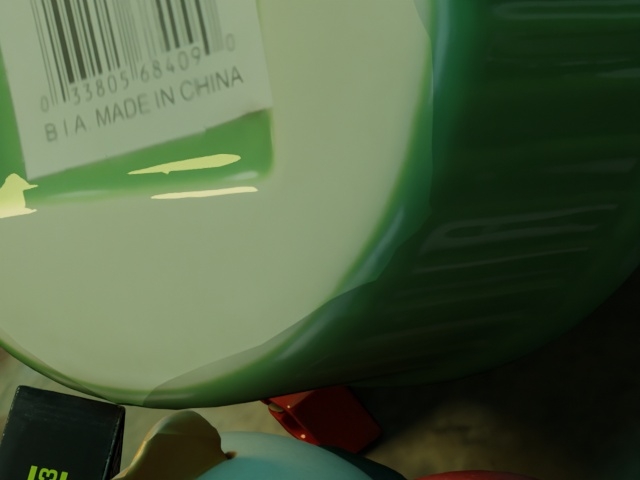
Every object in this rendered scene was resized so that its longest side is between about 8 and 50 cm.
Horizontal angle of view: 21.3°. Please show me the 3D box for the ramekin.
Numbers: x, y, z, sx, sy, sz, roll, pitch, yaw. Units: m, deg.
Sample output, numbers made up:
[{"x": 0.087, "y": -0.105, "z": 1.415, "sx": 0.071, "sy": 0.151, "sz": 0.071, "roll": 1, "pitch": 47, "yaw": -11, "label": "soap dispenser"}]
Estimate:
[{"x": -0.027, "y": -0.086, "z": 0.588, "sx": 0.303, "sy": 0.148, "sz": 0.303, "roll": 7, "pitch": 101, "yaw": 36, "label": "ramekin"}]

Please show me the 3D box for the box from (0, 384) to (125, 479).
[{"x": -0.110, "y": 0.177, "z": 0.592, "sx": 0.045, "sy": 0.190, "sz": 0.184, "roll": 10, "pitch": 52, "yaw": -3, "label": "box"}]

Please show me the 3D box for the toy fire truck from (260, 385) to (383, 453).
[{"x": 0.000, "y": 0.000, "z": 0.776, "sx": 0.135, "sy": 0.047, "sz": 0.192, "roll": -41, "pitch": 40, "yaw": -3, "label": "toy fire truck"}]

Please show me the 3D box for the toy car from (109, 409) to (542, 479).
[{"x": -0.014, "y": 0.142, "z": 0.484, "sx": 0.219, "sy": 0.238, "sz": 0.210, "roll": 18, "pitch": 78, "yaw": 47, "label": "toy car"}]
